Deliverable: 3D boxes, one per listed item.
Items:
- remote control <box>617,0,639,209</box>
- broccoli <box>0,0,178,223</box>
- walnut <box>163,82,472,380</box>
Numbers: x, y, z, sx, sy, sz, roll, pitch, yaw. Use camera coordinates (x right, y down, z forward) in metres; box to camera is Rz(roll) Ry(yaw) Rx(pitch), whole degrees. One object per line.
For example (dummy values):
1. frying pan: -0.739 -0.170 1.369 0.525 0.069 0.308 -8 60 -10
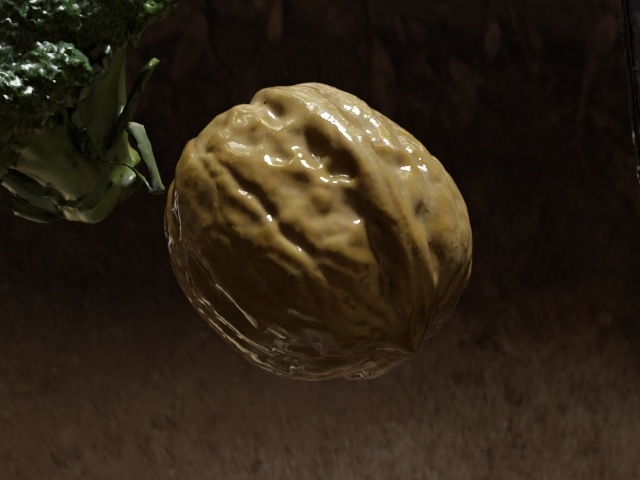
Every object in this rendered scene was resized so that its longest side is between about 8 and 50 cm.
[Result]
1. remote control: 0.207 -0.138 1.030 0.066 0.090 0.265 -7 79 5
2. broccoli: -0.225 -0.138 1.297 0.321 0.283 0.304 -36 37 -9
3. walnut: 0.000 0.000 1.167 0.213 0.213 0.213 -2 63 4
